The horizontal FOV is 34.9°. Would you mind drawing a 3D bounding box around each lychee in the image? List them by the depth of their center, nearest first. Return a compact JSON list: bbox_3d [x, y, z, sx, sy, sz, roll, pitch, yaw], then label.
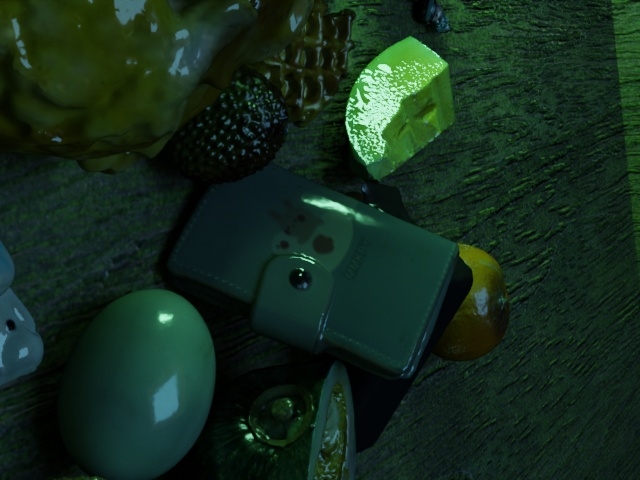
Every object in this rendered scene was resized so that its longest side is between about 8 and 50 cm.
[{"bbox_3d":[-0.130,-0.147,1.298,0.171,0.171,0.171,5,84,-58],"label":"lychee"}]

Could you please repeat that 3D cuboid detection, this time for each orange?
[{"bbox_3d":[0.265,0.116,1.890,0.224,0.170,0.224,1,89,-57],"label":"orange"}]

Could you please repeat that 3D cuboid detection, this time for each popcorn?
[{"bbox_3d":[-0.229,-0.254,1.000,0.390,0.344,0.354,24,23,-31],"label":"popcorn"}]

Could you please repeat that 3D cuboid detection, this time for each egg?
[{"bbox_3d":[-0.203,0.161,1.141,0.168,0.168,0.230,52,42,-43],"label":"egg"}]

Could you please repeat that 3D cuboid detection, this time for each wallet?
[{"bbox_3d":[-0.009,0.029,1.336,0.083,0.360,0.252,109,5,-54],"label":"wallet"}]

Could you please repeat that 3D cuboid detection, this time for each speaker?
[{"bbox_3d":[0.070,0.126,1.538,0.388,0.184,0.180,-60,156,11],"label":"speaker"}]

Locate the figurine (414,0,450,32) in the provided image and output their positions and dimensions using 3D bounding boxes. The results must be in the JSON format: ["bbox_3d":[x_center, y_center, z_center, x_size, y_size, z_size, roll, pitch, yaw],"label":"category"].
[{"bbox_3d":[0.218,-0.439,1.965,0.106,0.047,0.060,24,77,-58],"label":"figurine"}]

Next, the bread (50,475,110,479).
[{"bbox_3d":[-0.242,0.335,1.045,0.314,0.192,0.171,26,62,-45],"label":"bread"}]

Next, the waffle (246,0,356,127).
[{"bbox_3d":[-0.072,-0.322,1.406,0.324,0.151,0.261,57,40,-38],"label":"waffle"}]

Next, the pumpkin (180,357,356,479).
[{"bbox_3d":[-0.071,0.306,1.327,0.263,0.197,0.293,70,27,-48],"label":"pumpkin"}]

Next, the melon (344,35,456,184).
[{"bbox_3d":[0.115,-0.197,1.718,0.323,0.124,0.196,-45,124,-43],"label":"melon"}]

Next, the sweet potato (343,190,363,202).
[{"bbox_3d":[0.000,0.004,1.548,0.341,0.092,0.114,-25,93,-57],"label":"sweet potato"}]

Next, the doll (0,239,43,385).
[{"bbox_3d":[-0.340,0.065,0.984,0.110,0.107,0.180,-22,109,-36],"label":"doll"}]
